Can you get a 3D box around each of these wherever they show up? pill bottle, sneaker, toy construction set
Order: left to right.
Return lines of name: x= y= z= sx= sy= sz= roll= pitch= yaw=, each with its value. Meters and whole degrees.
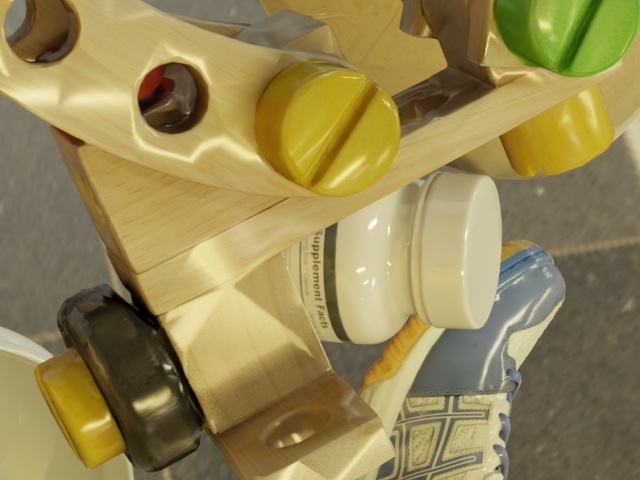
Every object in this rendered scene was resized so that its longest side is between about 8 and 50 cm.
pill bottle: x=0.000 y=0.000 z=1.022 sx=0.180 sy=0.108 sz=0.108 roll=4 pitch=58 yaw=18
toy construction set: x=0.030 y=-0.040 z=0.538 sx=0.257 sy=0.309 sz=0.237 roll=-30 pitch=109 yaw=-37
sneaker: x=0.065 y=0.138 z=1.067 sx=0.131 sy=0.112 sz=0.296 roll=33 pitch=75 yaw=18

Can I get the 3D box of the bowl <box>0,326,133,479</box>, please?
bowl: x=-0.300 y=0.170 z=1.513 sx=0.298 sy=0.297 sz=0.134 roll=2 pitch=29 yaw=-14

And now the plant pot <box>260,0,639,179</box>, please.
plant pot: x=0.119 y=-0.201 z=1.022 sx=0.284 sy=0.191 sz=0.284 roll=18 pitch=54 yaw=-27
